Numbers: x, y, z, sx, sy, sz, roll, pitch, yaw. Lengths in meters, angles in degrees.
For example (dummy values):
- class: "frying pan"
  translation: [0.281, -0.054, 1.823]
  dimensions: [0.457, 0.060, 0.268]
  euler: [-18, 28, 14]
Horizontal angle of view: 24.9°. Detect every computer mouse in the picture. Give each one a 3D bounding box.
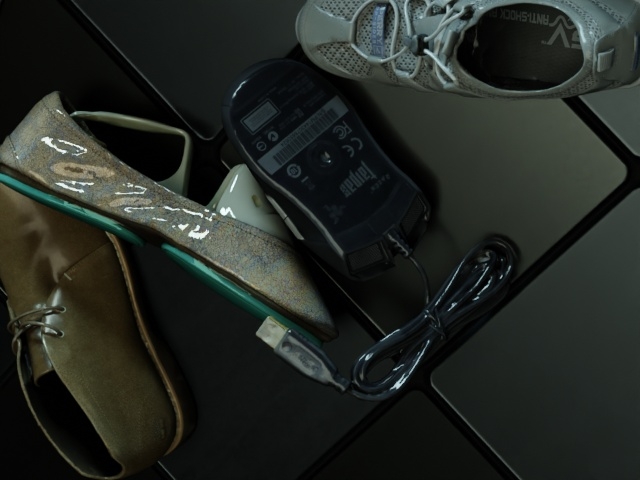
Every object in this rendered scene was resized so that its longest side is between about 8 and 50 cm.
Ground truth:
- class: "computer mouse"
  translation: [0.000, 0.000, 1.097]
  dimensions: [0.262, 0.060, 0.184]
  euler: [43, 73, 1]

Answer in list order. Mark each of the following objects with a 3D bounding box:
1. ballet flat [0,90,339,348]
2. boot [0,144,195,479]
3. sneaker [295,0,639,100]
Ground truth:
- class: "ballet flat"
  translation: [-0.108, -0.029, 1.150]
  dimensions: [0.316, 0.107, 0.106]
  euler: [28, 83, 6]
- class: "boot"
  translation: [-0.218, 0.059, 1.213]
  dimensions: [0.112, 0.115, 0.305]
  euler: [-31, 90, 30]
- class: "sneaker"
  translation: [0.096, -0.152, 1.013]
  dimensions: [0.281, 0.115, 0.105]
  euler: [4, 106, 31]
